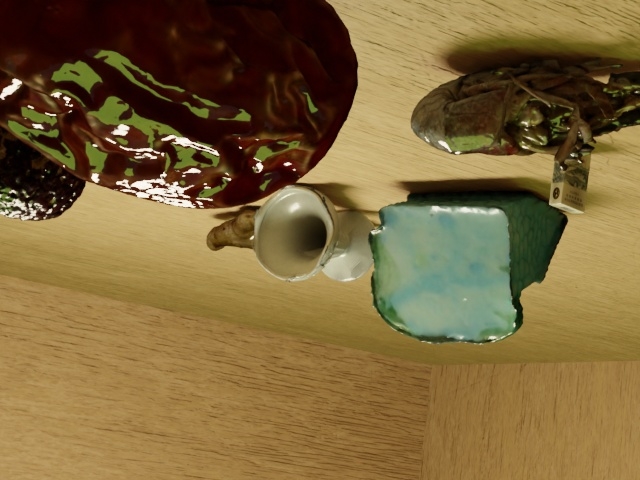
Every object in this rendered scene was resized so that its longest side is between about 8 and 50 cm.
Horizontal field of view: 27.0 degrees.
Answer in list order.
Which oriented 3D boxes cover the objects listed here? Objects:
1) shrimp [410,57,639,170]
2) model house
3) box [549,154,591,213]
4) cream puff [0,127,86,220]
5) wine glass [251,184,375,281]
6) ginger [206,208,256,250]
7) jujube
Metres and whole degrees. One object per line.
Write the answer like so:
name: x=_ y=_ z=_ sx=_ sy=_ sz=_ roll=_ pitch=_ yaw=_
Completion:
shrimp: x=0.263 y=-0.143 z=1.478 sx=0.343 sy=0.116 sz=0.145 roll=-1 pitch=-170 yaw=24
model house: x=0.246 y=0.023 z=2.164 sx=0.261 sy=0.226 sz=0.241 roll=2 pitch=-163 yaw=35
box: x=0.338 y=-0.083 z=1.803 sx=0.054 sy=0.083 sz=0.024 roll=16 pitch=167 yaw=-38
cream puff: x=-0.427 y=-0.130 z=1.817 sx=0.239 sy=0.165 sz=0.239 roll=27 pitch=-170 yaw=-5
wine glass: x=0.000 y=0.000 z=2.277 sx=0.165 sy=0.165 sz=0.196 roll=0 pitch=171 yaw=33
ginger: x=-0.058 y=-0.008 z=2.488 sx=0.333 sy=0.080 sz=0.166 roll=12 pitch=155 yaw=10
jujube: x=-0.156 y=-0.176 z=1.270 sx=0.377 sy=0.276 sz=0.276 roll=27 pitch=161 yaw=-27
